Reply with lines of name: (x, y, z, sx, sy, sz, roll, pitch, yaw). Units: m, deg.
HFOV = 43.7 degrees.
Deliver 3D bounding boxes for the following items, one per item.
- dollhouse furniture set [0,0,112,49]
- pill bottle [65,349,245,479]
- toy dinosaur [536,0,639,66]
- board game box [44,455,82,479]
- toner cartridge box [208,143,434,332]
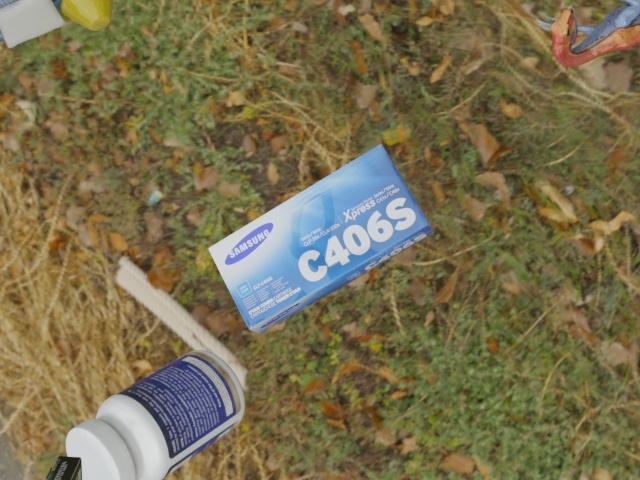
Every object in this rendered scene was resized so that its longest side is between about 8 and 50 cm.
dollhouse furniture set: (-0.284, -0.136, 0.509, 0.304, 0.286, 0.198, -27, 80, -8)
pill bottle: (-0.259, 0.292, 1.271, 0.153, 0.265, 0.153, 15, 116, 33)
toy dinosaur: (0.146, -0.104, 0.369, 0.090, 0.082, 0.047, 32, 159, 24)
board game box: (-0.247, 0.316, 0.742, 0.026, 0.126, 0.186, 4, 110, -2)
toner cartridge box: (0.000, 0.000, 1.353, 0.348, 0.075, 0.165, -31, 72, 7)
